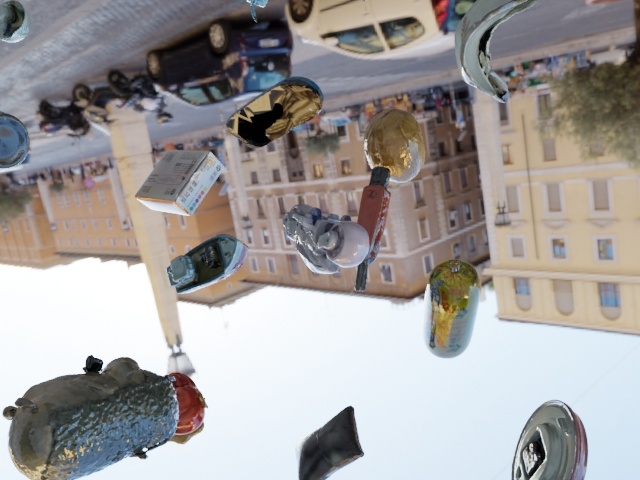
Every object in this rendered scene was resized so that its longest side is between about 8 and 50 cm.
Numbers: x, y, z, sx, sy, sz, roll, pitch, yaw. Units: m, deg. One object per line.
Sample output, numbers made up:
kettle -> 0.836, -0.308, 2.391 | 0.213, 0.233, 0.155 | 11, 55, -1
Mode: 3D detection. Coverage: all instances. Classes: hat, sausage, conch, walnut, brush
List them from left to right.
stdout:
conch -> -0.545, -0.383, 1.006 | 0.076, 0.085, 0.056 | -31, 164, 4
brush -> 0.124, -0.032, 1.420 | 0.070, 0.323, 0.051 | 3, 170, 36
walnut -> 0.195, -0.250, 1.508 | 0.165, 0.197, 0.165 | -12, -137, 12
sausage -> 0.302, 0.165, 1.324 | 0.123, 0.347, 0.123 | -4, -132, 4
hat -> 0.362, -0.451, 1.291 | 0.168, 0.257, 0.301 | 24, -151, 25

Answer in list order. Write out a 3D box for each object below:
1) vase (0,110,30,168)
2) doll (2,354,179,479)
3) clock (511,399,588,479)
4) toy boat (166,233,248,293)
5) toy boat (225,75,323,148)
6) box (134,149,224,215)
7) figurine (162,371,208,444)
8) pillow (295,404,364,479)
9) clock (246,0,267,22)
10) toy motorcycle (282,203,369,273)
vase -> -0.700, -0.213, 1.070 | 0.301, 0.156, 0.251 | 14, 160, 25
doll -> -0.476, 0.369, 1.212 | 0.349, 0.247, 0.247 | 3, 179, -41
clock -> 0.449, 0.439, 1.139 | 0.056, 0.244, 0.244 | 19, -169, -1
toy boat -> -0.390, 0.071, 1.924 | 0.332, 0.145, 0.133 | -26, 160, 25
toy boat -> -0.115, -0.353, 1.489 | 0.299, 0.134, 0.092 | -20, -136, 38
box -> -0.479, -0.199, 1.916 | 0.274, 0.091, 0.220 | 12, -116, 45
figurine -> -0.441, 0.511, 1.743 | 0.181, 0.208, 0.257 | 1, 148, -15
pillow -> 0.017, 0.624, 1.688 | 0.250, 0.106, 0.186 | -41, -152, 15
clock -> -0.125, -0.539, 1.199 | 0.045, 0.147, 0.108 | 18, -167, -14
toy motorcycle -> 0.000, 0.000, 0.967 | 0.112, 0.112, 0.254 | -14, -164, -21
